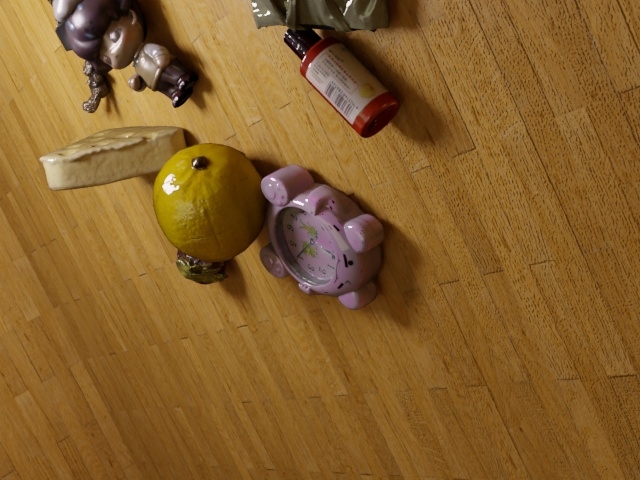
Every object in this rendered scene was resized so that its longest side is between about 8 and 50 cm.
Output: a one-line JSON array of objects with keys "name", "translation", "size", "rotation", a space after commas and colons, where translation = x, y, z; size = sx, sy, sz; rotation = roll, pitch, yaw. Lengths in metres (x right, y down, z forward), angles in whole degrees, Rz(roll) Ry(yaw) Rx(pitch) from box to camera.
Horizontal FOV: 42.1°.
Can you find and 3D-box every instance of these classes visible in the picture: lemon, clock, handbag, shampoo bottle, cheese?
[{"name": "lemon", "translation": [-0.269, -0.094, 2.052], "size": [0.297, 0.297, 0.297], "rotation": [28, 133, 35]}, {"name": "clock", "translation": [0.000, 0.000, 1.946], "size": [0.322, 0.113, 0.295], "rotation": [31, 134, 31]}, {"name": "handbag", "translation": [-0.016, -0.522, 1.583], "size": [0.316, 0.109, 0.253], "rotation": [7, 120, 25]}, {"name": "shampoo bottle", "translation": [0.032, -0.337, 1.689], "size": [0.278, 0.104, 0.104], "rotation": [48, 141, 15]}, {"name": "cheese", "translation": [-0.587, -0.224, 2.272], "size": [0.384, 0.384, 0.104], "rotation": [8, 115, 46]}]

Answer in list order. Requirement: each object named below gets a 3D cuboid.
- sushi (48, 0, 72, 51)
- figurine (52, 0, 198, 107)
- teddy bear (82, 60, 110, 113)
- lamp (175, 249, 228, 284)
[{"name": "sushi", "translation": [-0.700, -0.678, 2.299], "size": [0.109, 0.134, 0.272], "rotation": [-121, 10, -60]}, {"name": "figurine", "translation": [-0.496, -0.478, 2.116], "size": [0.365, 0.206, 0.218], "rotation": [50, 156, 10]}, {"name": "teddy bear", "translation": [-0.652, -0.452, 2.426], "size": [0.119, 0.078, 0.160], "rotation": [-148, 58, -63]}, {"name": "lamp", "translation": [-0.347, 0.055, 2.357], "size": [0.157, 0.135, 0.156], "rotation": [-7, 108, 53]}]
